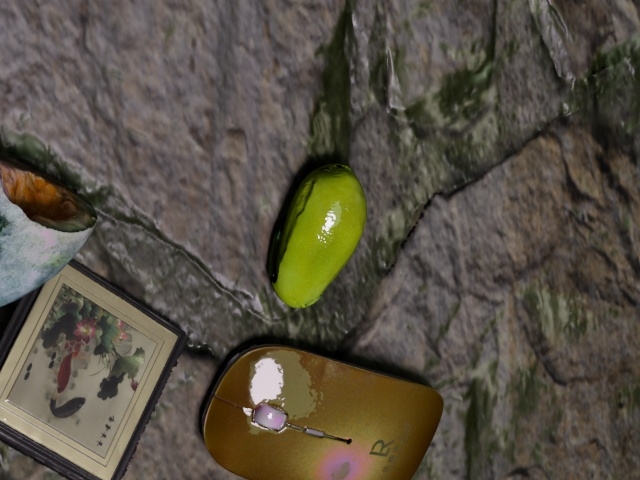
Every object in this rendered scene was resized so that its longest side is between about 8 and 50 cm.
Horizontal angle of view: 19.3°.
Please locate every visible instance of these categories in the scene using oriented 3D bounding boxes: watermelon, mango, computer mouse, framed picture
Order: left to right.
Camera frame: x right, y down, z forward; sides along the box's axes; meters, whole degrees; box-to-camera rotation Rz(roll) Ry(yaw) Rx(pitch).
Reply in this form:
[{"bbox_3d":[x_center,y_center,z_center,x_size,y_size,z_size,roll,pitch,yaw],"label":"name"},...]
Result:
[{"bbox_3d":[-0.344,0.000,1.680,0.322,0.175,0.188,22,101,-37],"label":"watermelon"},{"bbox_3d":[-0.236,0.134,1.865,0.199,0.010,0.195,36,70,-34],"label":"framed picture"},{"bbox_3d":[0.000,0.000,1.961,0.091,0.074,0.165,3,113,-35],"label":"mango"},{"bbox_3d":[0.011,0.205,2.081,0.310,0.072,0.158,18,102,-37],"label":"computer mouse"}]

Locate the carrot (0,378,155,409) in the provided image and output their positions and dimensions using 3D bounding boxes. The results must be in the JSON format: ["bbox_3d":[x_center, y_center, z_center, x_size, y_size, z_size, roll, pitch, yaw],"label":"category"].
[{"bbox_3d":[-0.299,0.155,1.861,0.342,0.070,0.070,-2,115,-33],"label":"carrot"}]
